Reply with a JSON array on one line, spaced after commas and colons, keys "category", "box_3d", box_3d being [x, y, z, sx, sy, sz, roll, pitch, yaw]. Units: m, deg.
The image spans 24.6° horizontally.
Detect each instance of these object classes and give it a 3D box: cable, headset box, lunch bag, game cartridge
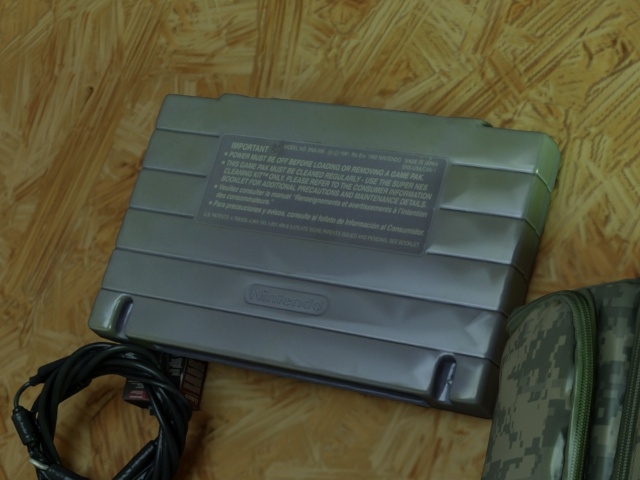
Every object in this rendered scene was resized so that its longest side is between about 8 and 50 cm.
[{"category": "cable", "box_3d": [-0.182, 0.163, 1.225, 0.184, 0.047, 0.150, -20, 78, 32]}, {"category": "headset box", "box_3d": [-0.130, 0.109, 1.252, 0.062, 0.032, 0.083, -3, 68, 33]}, {"category": "lunch bag", "box_3d": [0.206, 0.176, 0.897, 0.256, 0.212, 0.305, -10, 61, 48]}, {"category": "game cartridge", "box_3d": [0.000, 0.000, 1.182, 0.355, 0.068, 0.230, 9, 69, 28]}]
